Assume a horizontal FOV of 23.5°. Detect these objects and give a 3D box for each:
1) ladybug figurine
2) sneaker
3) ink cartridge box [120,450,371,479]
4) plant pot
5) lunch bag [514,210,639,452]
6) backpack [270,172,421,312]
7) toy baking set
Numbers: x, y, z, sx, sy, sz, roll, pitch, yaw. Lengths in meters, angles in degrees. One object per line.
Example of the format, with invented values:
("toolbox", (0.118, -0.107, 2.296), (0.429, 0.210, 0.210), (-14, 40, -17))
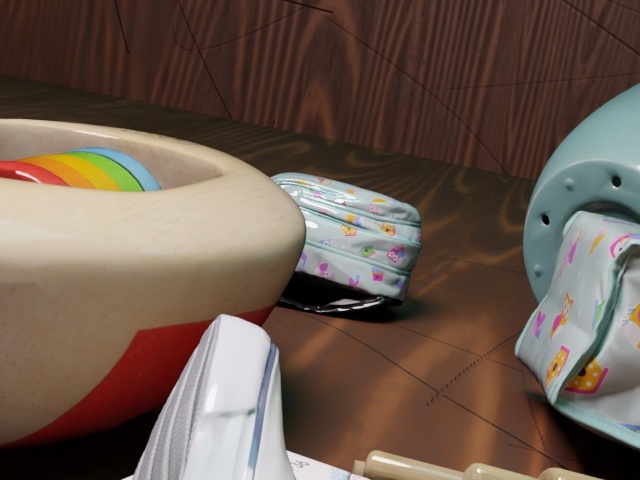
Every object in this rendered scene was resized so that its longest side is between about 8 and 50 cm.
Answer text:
("ladybug figurine", (-0.172, 0.021, 0.966), (0.305, 0.162, 0.449), (13, 11, 20))
("sneaker", (-0.026, 0.134, 0.579), (0.091, 0.094, 0.258), (23, 36, -17))
("ink cartridge box", (-0.021, 0.144, 0.699), (0.198, 0.067, 0.115), (15, 11, 24))
("plant pot", (0.316, -0.008, 1.338), (0.235, 0.293, 0.293), (-19, 27, -41))
("lunch bag", (0.291, 0.089, 1.097), (0.262, 0.160, 0.223), (22, 6, -1))
("backpack", (0.000, 0.000, 1.409), (0.182, 0.115, 0.152), (15, 8, 11))
("toy baking set", (0.133, 0.139, 0.812), (0.256, 0.030, 0.197), (16, -7, -14))
